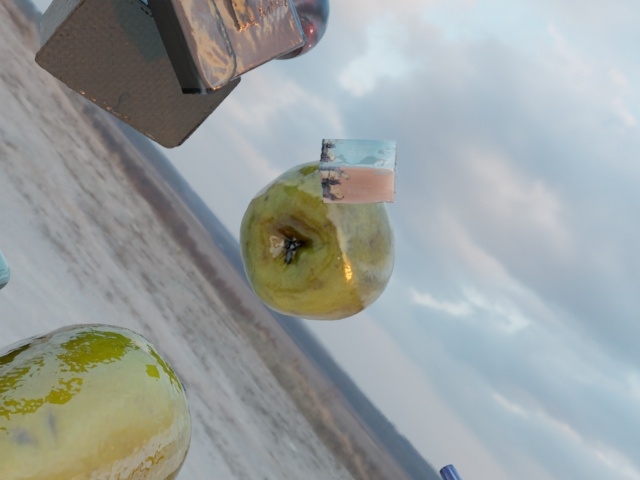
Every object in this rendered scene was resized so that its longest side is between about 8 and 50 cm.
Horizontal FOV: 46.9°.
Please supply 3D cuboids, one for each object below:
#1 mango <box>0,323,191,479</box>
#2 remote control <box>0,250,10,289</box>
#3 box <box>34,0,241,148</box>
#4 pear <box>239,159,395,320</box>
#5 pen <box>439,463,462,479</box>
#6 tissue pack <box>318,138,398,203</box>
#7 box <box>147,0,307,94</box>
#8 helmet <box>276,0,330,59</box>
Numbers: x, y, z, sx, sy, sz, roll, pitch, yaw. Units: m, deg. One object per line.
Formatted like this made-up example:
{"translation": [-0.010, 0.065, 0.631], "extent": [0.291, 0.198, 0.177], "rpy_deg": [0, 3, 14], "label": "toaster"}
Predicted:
{"translation": [-0.259, 0.174, 0.602], "extent": [0.365, 0.253, 0.182], "rpy_deg": [-8, 82, -63], "label": "mango"}
{"translation": [-0.465, 0.056, 0.795], "extent": [0.140, 0.296, 0.056], "rpy_deg": [60, 22, 3], "label": "remote control"}
{"translation": [-0.289, -0.300, 1.170], "extent": [0.273, 0.184, 0.143], "rpy_deg": [31, 23, -39], "label": "box"}
{"translation": [0.000, 0.000, 1.393], "extent": [0.304, 0.304, 0.304], "rpy_deg": [50, -6, 7], "label": "pear"}
{"translation": [0.177, 0.317, 0.755], "extent": [0.025, 0.025, 0.204], "rpy_deg": [56, 2, -45], "label": "pen"}
{"translation": [0.049, -0.085, 0.908], "extent": [0.074, 0.094, 0.058], "rpy_deg": [78, 17, -56], "label": "tissue pack"}
{"translation": [-0.142, -0.334, 0.947], "extent": [0.188, 0.153, 0.252], "rpy_deg": [28, -38, 66], "label": "box"}
{"translation": [-0.077, -0.475, 1.526], "extent": [0.193, 0.216, 0.189], "rpy_deg": [21, -34, 12], "label": "helmet"}
